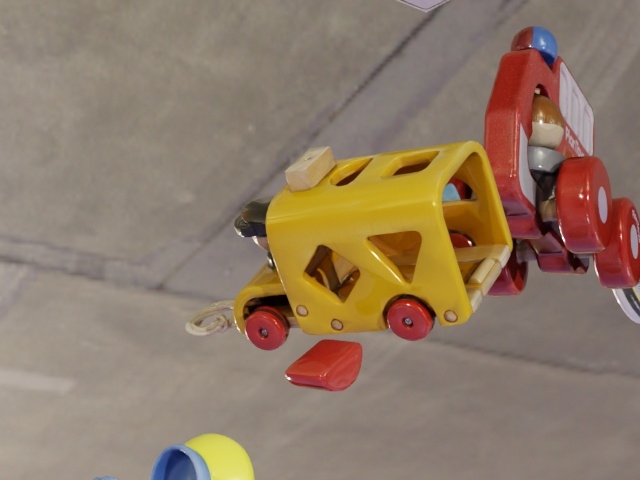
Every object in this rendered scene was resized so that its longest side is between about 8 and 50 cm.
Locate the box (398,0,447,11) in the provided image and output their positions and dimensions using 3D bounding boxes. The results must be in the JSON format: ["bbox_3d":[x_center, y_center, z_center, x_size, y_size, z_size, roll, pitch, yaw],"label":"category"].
[{"bbox_3d":[0.072,-0.403,1.364,0.169,0.290,0.087,12,156,-38],"label":"box"}]

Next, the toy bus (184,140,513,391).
[{"bbox_3d":[0.013,-0.004,0.799,0.202,0.191,0.104,-24,111,-13],"label":"toy bus"}]

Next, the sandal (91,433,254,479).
[{"bbox_3d":[-0.142,0.310,1.041,0.138,0.317,0.126,13,160,-38],"label":"sandal"}]

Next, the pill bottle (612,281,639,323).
[{"bbox_3d":[0.468,0.016,1.614,0.208,0.119,0.119,-24,146,27],"label":"pill bottle"}]

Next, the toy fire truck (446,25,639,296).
[{"bbox_3d":[0.236,-0.085,1.401,0.169,0.254,0.302,-6,159,26],"label":"toy fire truck"}]
